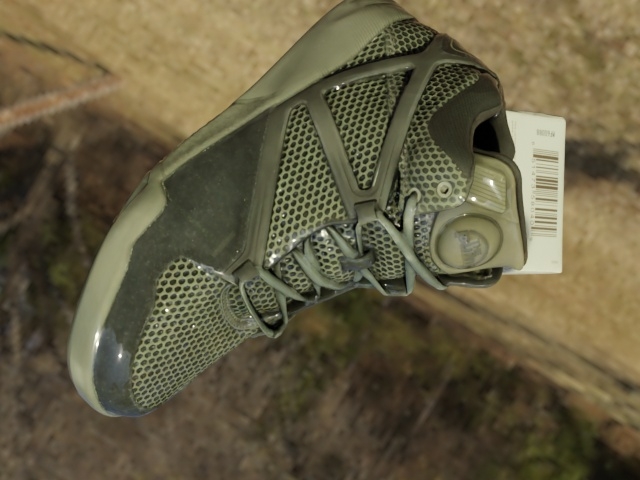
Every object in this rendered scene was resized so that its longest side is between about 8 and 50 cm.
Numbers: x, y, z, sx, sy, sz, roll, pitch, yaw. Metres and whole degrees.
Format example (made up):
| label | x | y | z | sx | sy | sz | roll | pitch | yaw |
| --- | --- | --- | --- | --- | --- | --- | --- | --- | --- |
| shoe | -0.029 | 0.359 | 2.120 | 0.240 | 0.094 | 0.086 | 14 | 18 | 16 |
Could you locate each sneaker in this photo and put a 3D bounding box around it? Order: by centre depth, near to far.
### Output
| label | x | y | z | sx | sy | sz | roll | pitch | yaw |
| --- | --- | --- | --- | --- | --- | --- | --- | --- | --- |
| sneaker | 0.000 | 0.000 | 0.701 | 0.130 | 0.227 | 0.087 | 33 | 157 | 33 |

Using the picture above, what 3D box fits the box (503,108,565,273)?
| label | x | y | z | sx | sy | sz | roll | pitch | yaw |
| --- | --- | --- | --- | --- | --- | --- | --- | --- | --- |
| box | 0.090 | -0.030 | 1.030 | 0.087 | 0.101 | 0.102 | 1 | 179 | 41 |
